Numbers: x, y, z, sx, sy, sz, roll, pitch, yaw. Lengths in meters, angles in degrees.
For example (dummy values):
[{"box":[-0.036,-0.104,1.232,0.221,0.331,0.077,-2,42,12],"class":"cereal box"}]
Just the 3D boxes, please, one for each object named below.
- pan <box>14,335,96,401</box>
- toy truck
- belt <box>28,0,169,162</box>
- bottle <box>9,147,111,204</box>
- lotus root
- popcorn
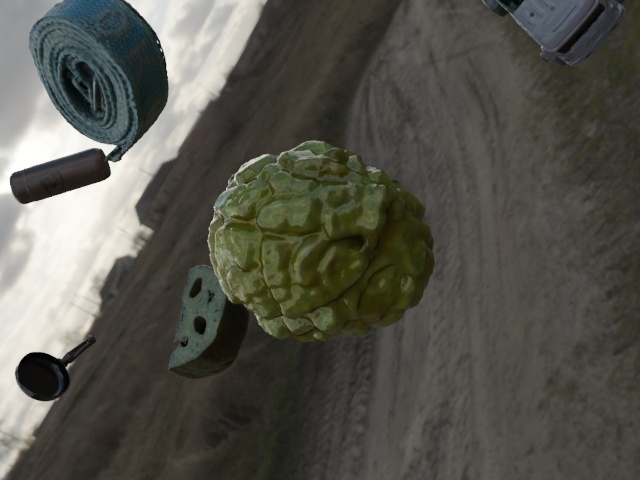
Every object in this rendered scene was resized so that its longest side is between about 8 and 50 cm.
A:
[{"box":[-0.561,0.266,1.489,0.040,0.115,0.212,-46,-1,32],"class":"pan"},{"box":[0.229,-0.297,0.786,0.116,0.216,0.110,-5,-37,-48],"class":"toy truck"},{"box":[-0.229,-0.180,0.737,0.163,0.147,0.082,-32,18,52],"class":"belt"},{"box":[-0.387,-0.097,1.036,0.140,0.053,0.053,-18,10,-5],"class":"bottle"},{"box":[-0.232,0.177,1.476,0.138,0.119,0.234,-3,62,31],"class":"lotus root"},{"box":[0.000,0.000,0.804,0.224,0.270,0.258,-64,-5,13],"class":"popcorn"}]
